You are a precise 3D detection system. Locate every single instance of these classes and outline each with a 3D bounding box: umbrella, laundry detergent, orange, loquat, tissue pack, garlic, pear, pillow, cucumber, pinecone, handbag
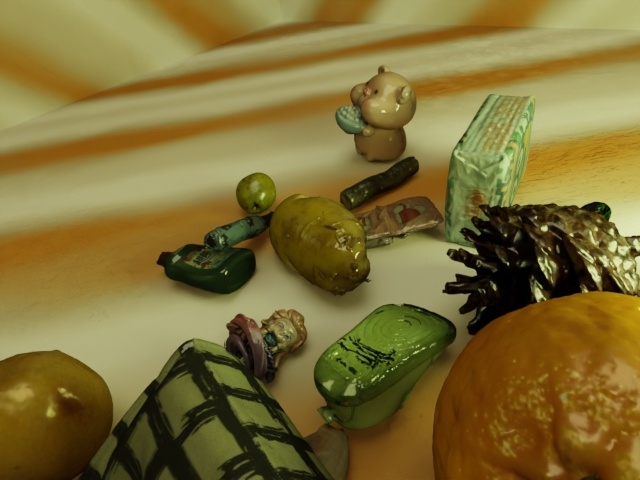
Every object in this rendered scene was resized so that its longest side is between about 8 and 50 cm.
[{"bbox_3d":[-0.175,-0.023,1.036,0.053,0.052,0.250,-30,0,27],"label":"umbrella"},{"bbox_3d":[-0.262,0.051,0.999,0.221,0.078,0.144,8,31,27],"label":"laundry detergent"},{"bbox_3d":[0.270,0.214,0.435,0.340,0.293,0.341,-17,62,37],"label":"orange"},{"bbox_3d":[-0.413,0.263,0.653,0.207,0.208,0.208,-6,37,5],"label":"loquat"},{"bbox_3d":[0.378,-0.160,1.008,0.127,0.228,0.311,13,43,26],"label":"tissue pack"},{"bbox_3d":[-0.029,0.319,0.587,0.195,0.087,0.101,-31,29,-22],"label":"garlic"},{"bbox_3d":[-0.168,-0.126,1.186,0.107,0.107,0.131,-4,41,7],"label":"pear"},{"bbox_3d":[0.148,-0.036,1.045,0.248,0.049,0.135,-15,36,0],"label":"pillow"},{"bbox_3d":[0.523,-0.021,0.922,0.241,0.075,0.074,-31,42,-28],"label":"cucumber"},{"bbox_3d":[0.343,0.064,0.702,0.295,0.242,0.298,1,17,18],"label":"pinecone"},{"bbox_3d":[-0.139,0.323,0.465,0.327,0.162,0.325,-53,44,-4],"label":"handbag"}]

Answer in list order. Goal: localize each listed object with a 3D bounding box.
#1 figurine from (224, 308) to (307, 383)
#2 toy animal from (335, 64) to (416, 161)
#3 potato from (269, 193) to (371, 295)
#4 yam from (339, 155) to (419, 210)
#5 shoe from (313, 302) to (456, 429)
[{"bbox_3d":[-0.096,0.175,0.786,0.126,0.114,0.157,49,29,16],"label":"figurine"},{"bbox_3d":[0.183,-0.351,1.315,0.229,0.221,0.210,-38,39,8],"label":"toy animal"},{"bbox_3d":[0.000,0.000,0.934,0.173,0.140,0.300,-58,40,1],"label":"potato"},{"bbox_3d":[0.161,-0.152,1.188,0.252,0.061,0.061,-30,41,-26],"label":"yam"},{"bbox_3d":[0.092,0.183,0.701,0.262,0.128,0.140,-22,44,-40],"label":"shoe"}]
